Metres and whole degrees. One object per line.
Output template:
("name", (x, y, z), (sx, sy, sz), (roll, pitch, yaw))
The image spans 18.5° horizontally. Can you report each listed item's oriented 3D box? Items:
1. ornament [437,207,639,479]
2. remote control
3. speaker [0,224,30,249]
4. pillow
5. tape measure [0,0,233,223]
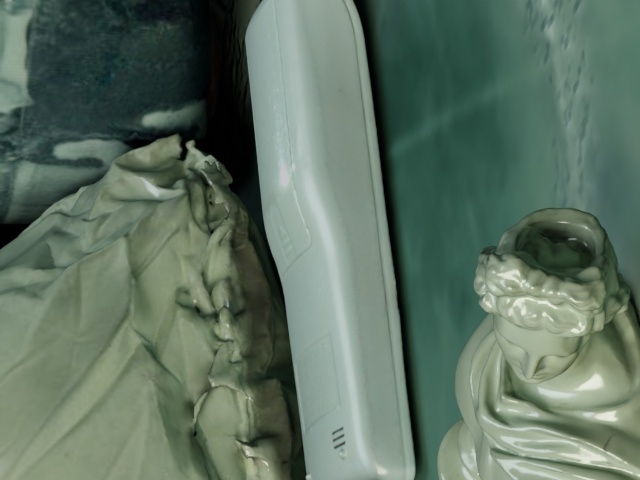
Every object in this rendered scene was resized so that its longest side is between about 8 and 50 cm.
("ornament", (0.049, 0.029, 0.429), (0.068, 0.041, 0.092), (-109, 16, -59))
("remote control", (0.000, 0.000, 0.597), (0.061, 0.029, 0.162), (129, 137, -66))
("speaker", (-0.221, 0.020, 1.158), (0.180, 0.184, 0.388), (-124, 48, -58))
("pillow", (-0.105, 0.141, 0.661), (0.283, 0.138, 0.310), (-25, 63, 29))
("tape measure", (-0.110, -0.135, 0.759), (0.275, 0.147, 0.256), (-149, 62, -74))
